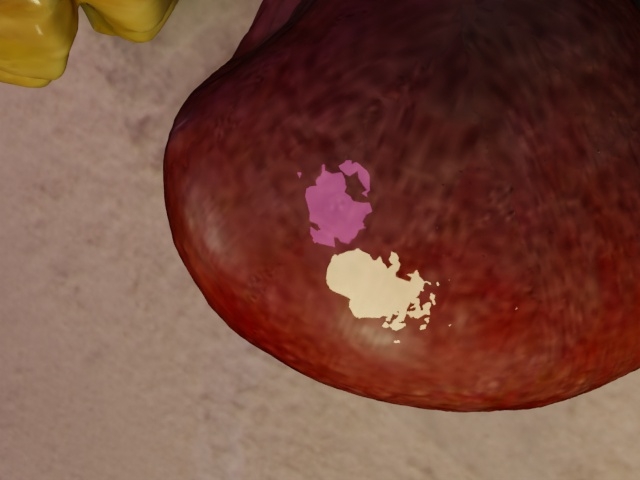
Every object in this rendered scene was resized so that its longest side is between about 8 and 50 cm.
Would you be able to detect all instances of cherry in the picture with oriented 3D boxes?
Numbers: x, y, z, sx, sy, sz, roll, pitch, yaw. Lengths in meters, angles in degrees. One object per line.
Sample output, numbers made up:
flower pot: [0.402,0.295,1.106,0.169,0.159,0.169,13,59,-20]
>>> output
cherry: [0.057,-0.028,0.875,0.206,0.239,0.239,-19,96,45]

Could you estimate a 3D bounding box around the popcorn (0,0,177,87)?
popcorn: [-0.157,-0.203,0.965,0.332,0.225,0.265,-35,74,60]
